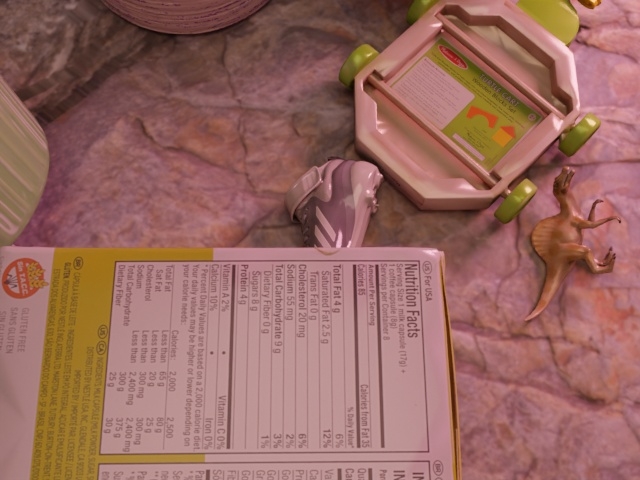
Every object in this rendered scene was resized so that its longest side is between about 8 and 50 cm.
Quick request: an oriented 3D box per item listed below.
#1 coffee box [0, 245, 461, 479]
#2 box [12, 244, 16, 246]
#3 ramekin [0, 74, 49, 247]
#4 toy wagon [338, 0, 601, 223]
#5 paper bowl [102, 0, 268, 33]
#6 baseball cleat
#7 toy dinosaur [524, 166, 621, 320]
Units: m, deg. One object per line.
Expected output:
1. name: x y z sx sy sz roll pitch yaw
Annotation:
1. coffee box: -0.070 0.214 0.668 0.335 0.337 0.338 -1 71 -1
2. box: -0.356 0.067 0.851 0.137 0.072 0.126 34 74 10
3. ramekin: -0.433 -0.073 0.807 0.304 0.148 0.303 -12 54 16
4. toy wagon: 0.202 -0.190 0.943 0.267 0.068 0.344 44 76 12
5. paper bowl: -0.173 -0.413 0.970 0.284 0.148 0.284 0 72 1
6. baseball cleat: 0.000 0.000 0.888 0.110 0.072 0.205 14 67 18
7. toy dinosaur: 0.286 0.012 0.897 0.093 0.053 0.183 11 83 15
